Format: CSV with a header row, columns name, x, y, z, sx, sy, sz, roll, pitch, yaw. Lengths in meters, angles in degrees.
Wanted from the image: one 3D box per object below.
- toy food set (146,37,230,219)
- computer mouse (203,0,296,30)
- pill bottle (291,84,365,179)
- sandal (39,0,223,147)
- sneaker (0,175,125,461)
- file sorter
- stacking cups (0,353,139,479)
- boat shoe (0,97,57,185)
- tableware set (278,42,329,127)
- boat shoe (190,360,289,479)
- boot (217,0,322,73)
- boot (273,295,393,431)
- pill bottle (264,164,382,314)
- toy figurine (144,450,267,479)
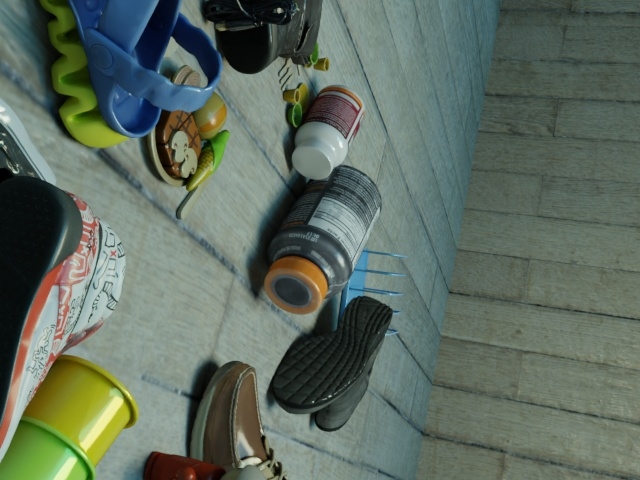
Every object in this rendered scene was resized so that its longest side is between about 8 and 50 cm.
name,x,y,z,sx,sy,sz,roll,pitch,yaw
toy food set,-0.142,-0.123,0.785,0.192,0.038,0.132,75,29,-46
computer mouse,-0.104,-0.306,0.754,0.193,0.106,0.042,62,37,-47
pill bottle,0.010,-0.168,1.123,0.086,0.086,0.152,77,28,-43
sandal,-0.161,-0.216,0.562,0.126,0.138,0.317,-62,150,-41
sneaker,-0.230,0.094,0.539,0.145,0.090,0.270,66,44,-78
file sorter,0.111,0.103,1.469,0.118,0.104,0.170,10,87,-71
stacking cups,-0.262,0.226,0.525,0.316,0.096,0.096,-56,148,-43
boat shoe,-0.239,-0.066,0.524,0.142,0.049,0.040,70,33,-55
tableware set,-0.020,-0.247,1.104,0.154,0.024,0.104,-63,153,-44
boat shoe,-0.095,0.315,0.950,0.123,0.116,0.324,-35,129,-64
boot,-0.052,-0.340,0.911,0.229,0.091,0.263,-50,151,-60
boot,0.025,0.264,1.282,0.338,0.118,0.223,-32,141,-50
pill bottle,0.000,0.000,1.088,0.246,0.130,0.130,-60,150,-46
toy figurine,-0.147,0.358,0.777,0.209,0.148,0.213,-39,134,-63
